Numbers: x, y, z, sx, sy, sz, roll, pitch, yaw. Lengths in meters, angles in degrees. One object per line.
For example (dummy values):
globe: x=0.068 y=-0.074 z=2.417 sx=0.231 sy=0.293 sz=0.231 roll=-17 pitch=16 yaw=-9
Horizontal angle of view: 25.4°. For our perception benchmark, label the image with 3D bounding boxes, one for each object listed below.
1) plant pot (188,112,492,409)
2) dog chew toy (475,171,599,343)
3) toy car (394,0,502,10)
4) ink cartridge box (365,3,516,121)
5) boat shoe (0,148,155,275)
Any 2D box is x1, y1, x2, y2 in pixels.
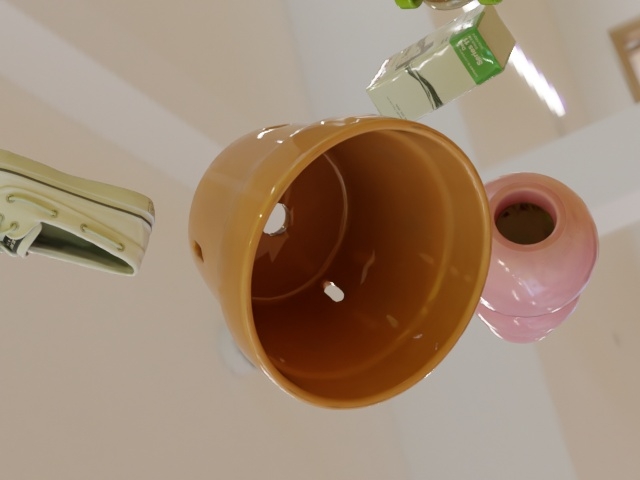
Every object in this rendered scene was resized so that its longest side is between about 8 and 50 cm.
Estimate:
plant pot: x=0.000 y=0.000 z=1.440 sx=0.203 sy=0.291 sz=0.291 roll=27 pitch=160 yaw=54
dog chew toy: x=0.291 y=0.045 z=2.054 sx=0.332 sy=0.206 sz=0.207 roll=79 pitch=178 yaw=-61
toy car: x=0.177 y=-0.431 z=1.983 sx=0.149 sy=0.155 sz=0.188 roll=-55 pitch=-43 yaw=-43
ink cartridge box: x=0.187 y=-0.271 z=2.210 sx=0.087 sy=0.208 sz=0.153 roll=55 pitch=-154 yaw=-14
boat shoe: x=-0.256 y=-0.023 z=1.238 sx=0.083 sy=0.226 sz=0.076 roll=118 pitch=159 yaw=-59
